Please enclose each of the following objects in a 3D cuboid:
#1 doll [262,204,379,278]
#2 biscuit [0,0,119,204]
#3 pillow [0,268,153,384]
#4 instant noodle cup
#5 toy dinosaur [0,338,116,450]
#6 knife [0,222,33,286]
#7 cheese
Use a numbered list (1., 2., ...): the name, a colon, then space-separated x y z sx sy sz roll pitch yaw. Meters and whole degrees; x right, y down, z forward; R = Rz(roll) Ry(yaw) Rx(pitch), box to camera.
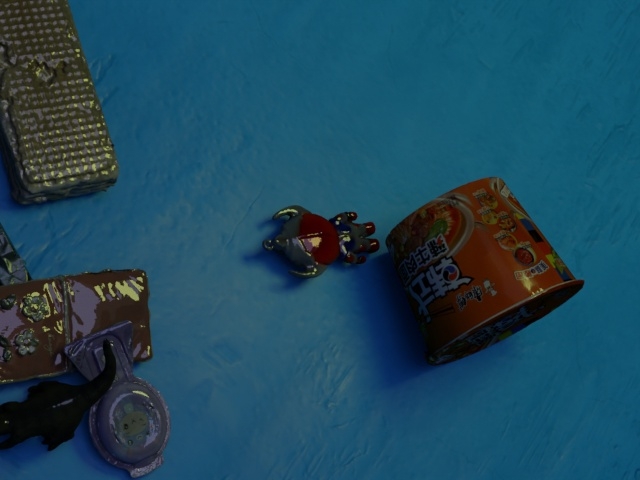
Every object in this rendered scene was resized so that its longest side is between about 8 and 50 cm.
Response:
1. doll: -0.001 -0.001 1.586 0.195 0.062 0.104 -4 92 -36
2. biscuit: -0.392 -0.257 1.470 0.144 0.078 0.426 -14 78 -28
3. pillow: -0.321 0.105 1.387 0.232 0.043 0.126 -7 89 -30
4. instant noodle cup: 0.221 0.041 1.587 0.250 0.250 0.192 -18 71 -30
5. toy dinosaur: -0.327 0.196 1.281 0.187 0.179 0.087 -17 79 -28
6. knife: -0.438 -0.040 1.400 0.044 0.026 0.296 -29 87 -20
7. cheese: -0.248 0.203 1.384 0.105 0.042 0.191 -24 94 -29
